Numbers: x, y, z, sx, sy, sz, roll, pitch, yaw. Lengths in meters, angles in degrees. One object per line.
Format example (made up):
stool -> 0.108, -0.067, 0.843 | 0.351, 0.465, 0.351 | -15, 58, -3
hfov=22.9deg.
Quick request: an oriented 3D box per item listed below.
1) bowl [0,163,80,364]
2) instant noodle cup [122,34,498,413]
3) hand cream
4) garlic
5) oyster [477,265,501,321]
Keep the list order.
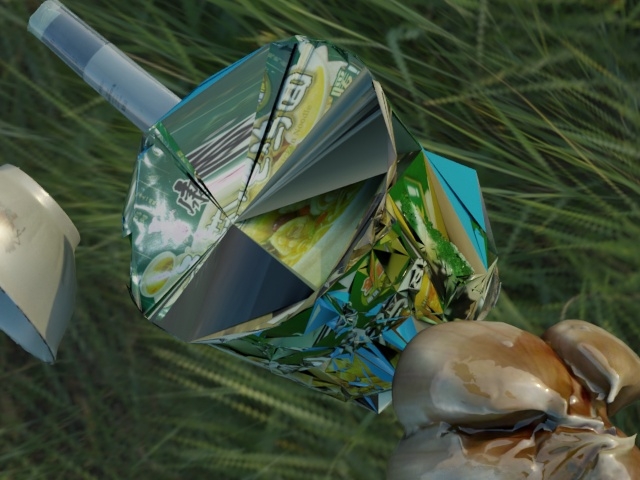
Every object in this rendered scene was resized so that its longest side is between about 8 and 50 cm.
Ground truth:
bowl -> -0.240, -0.001, 1.198 | 0.189, 0.189, 0.086 | 42, 74, 8
instant noodle cup -> 0.000, 0.000, 1.118 | 0.240, 0.178, 0.240 | -18, 56, 28
hand cream -> -0.226, -0.178, 1.787 | 0.255, 0.048, 0.079 | 40, 140, 10
garlic -> 0.115, 0.151, 0.943 | 0.160, 0.191, 0.214 | 7, 83, 6
oyster -> 0.121, 0.043, 1.411 | 0.083, 0.038, 0.080 | -33, 120, -20
